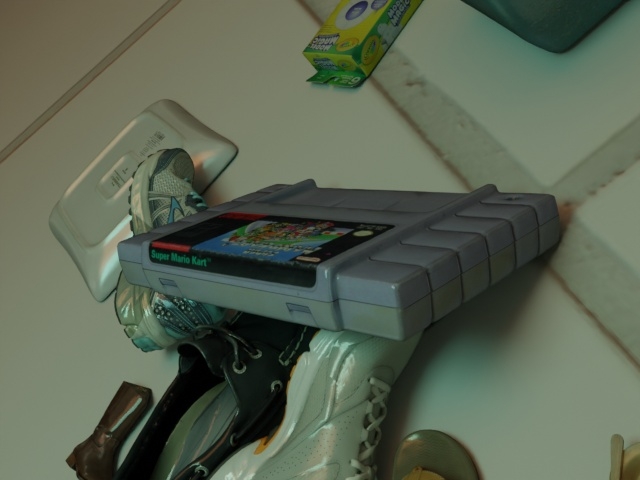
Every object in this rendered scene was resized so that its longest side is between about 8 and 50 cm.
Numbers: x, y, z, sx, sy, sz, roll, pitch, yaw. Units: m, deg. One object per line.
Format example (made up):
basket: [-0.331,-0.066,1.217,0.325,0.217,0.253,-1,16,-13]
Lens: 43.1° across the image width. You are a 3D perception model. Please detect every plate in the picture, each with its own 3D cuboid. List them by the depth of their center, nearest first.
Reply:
plate: [-0.275,-0.081,1.159,0.278,0.045,0.277,-48,38,-3]

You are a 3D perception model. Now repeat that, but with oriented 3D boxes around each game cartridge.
game cartridge: [0.000,0.000,0.733,0.355,0.068,0.230,6,18,44]

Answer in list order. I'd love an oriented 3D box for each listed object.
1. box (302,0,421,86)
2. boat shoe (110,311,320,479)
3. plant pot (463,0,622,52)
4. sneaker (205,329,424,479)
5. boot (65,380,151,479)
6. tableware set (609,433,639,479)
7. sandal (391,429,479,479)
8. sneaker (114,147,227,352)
box: [0.052,-0.274,1.038,0.105,0.043,0.179,19,72,49]
boat shoe: [-0.093,0.138,0.747,0.127,0.113,0.340,18,69,50]
plant pot: [0.200,-0.332,0.786,0.247,0.252,0.248,-40,38,6]
sneaker: [0.018,0.168,0.652,0.121,0.099,0.262,34,88,42]
boot: [-0.212,0.207,0.860,0.106,0.037,0.114,21,67,47]
tableware set: [0.234,0.184,0.481,0.169,0.020,0.141,-5,51,36]
sandal: [0.073,0.204,0.578,0.072,0.049,0.180,-17,33,25]
sneaker: [-0.152,-0.001,0.954,0.122,0.110,0.283,-15,51,13]
